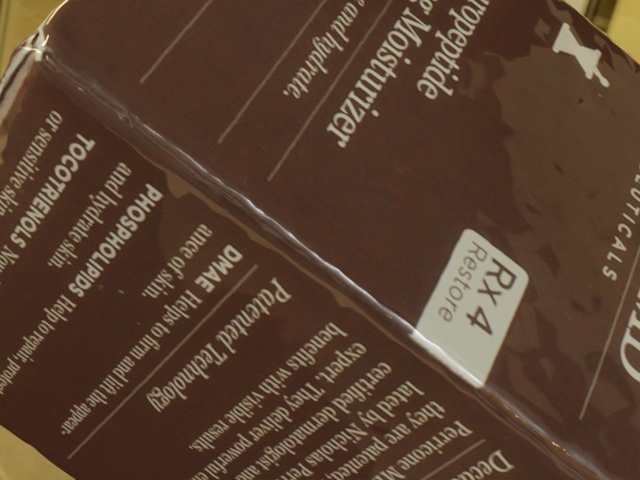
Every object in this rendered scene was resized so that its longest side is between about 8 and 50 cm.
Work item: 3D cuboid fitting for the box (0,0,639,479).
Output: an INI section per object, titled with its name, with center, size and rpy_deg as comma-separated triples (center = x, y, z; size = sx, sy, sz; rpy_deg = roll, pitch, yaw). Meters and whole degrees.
[box]
center = 0.000, 0.000, 0.426
size = 0.203, 0.167, 0.168
rpy_deg = 37, 47, -7
